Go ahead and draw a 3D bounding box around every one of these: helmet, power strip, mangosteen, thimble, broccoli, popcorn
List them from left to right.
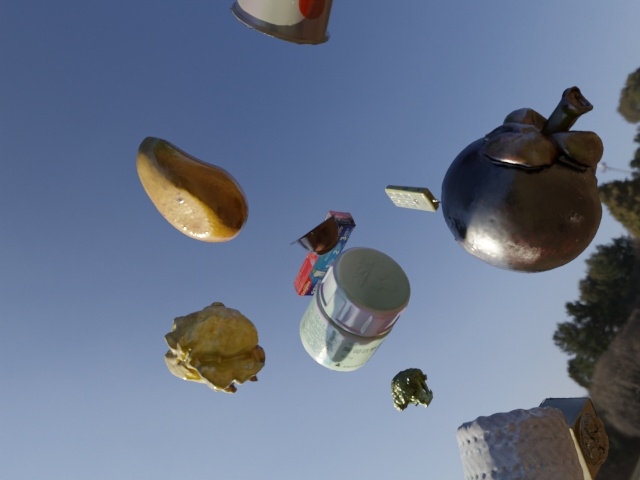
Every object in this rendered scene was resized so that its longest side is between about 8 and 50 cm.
[{"bbox_3d":[-0.239,0.235,1.166,0.191,0.253,0.190,30,-99,-78],"label":"popcorn"},{"bbox_3d":[0.000,0.000,1.021,0.111,0.089,0.057,-35,-86,-33],"label":"helmet"},{"bbox_3d":[0.257,0.422,1.460,0.130,0.120,0.132,-1,-61,-59],"label":"broccoli"},{"bbox_3d":[0.250,-0.114,1.399,0.076,0.168,0.028,47,-110,-32],"label":"power strip"},{"bbox_3d":[0.414,0.451,1.096,0.216,0.245,0.157,15,-126,-30],"label":"thimble"},{"bbox_3d":[0.277,-0.082,0.686,0.211,0.211,0.250,-14,-50,-50],"label":"mangosteen"}]

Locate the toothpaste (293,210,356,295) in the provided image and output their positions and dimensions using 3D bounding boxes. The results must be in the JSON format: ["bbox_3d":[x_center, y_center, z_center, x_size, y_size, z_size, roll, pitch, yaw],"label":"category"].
[{"bbox_3d":[0.008,0.048,1.632,0.076,0.066,0.321,5,-49,-29],"label":"toothpaste"}]

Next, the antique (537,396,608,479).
[{"bbox_3d":[0.625,0.492,1.294,0.151,0.147,0.147,-25,-89,-44],"label":"antique"}]

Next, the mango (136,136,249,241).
[{"bbox_3d":[-0.172,-0.062,0.684,0.089,0.164,0.115,-62,-1,-40],"label":"mango"}]

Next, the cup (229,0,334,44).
[{"bbox_3d":[-0.037,-0.520,0.901,0.203,0.203,0.289,-26,-33,-45],"label":"cup"}]

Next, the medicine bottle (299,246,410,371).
[{"bbox_3d":[0.050,0.106,0.797,0.135,0.135,0.169,-31,-25,-42],"label":"medicine bottle"}]
